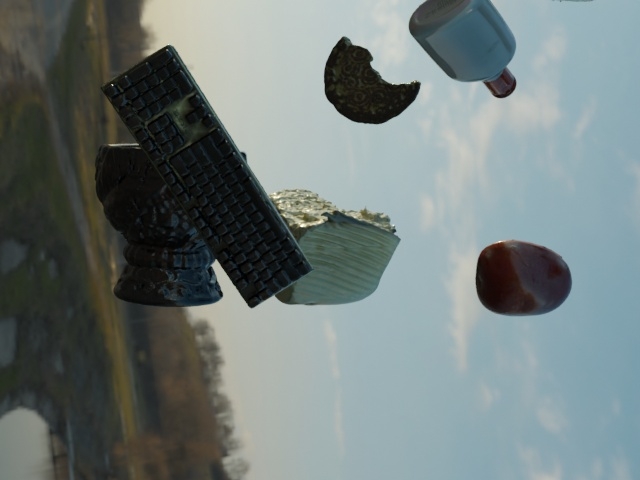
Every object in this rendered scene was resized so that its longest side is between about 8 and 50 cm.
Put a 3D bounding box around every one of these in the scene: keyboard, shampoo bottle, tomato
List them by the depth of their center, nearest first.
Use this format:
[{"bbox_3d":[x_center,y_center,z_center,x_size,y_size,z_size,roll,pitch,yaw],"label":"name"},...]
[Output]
[{"bbox_3d":[-0.129,-0.064,1.055,0.317,0.106,0.027,57,5,-17],"label":"keyboard"},{"bbox_3d":[0.208,-0.259,1.234,0.221,0.108,0.051,33,39,-52],"label":"shampoo bottle"},{"bbox_3d":[0.366,0.081,1.626,0.082,0.174,0.166,-86,175,-48],"label":"tomato"}]

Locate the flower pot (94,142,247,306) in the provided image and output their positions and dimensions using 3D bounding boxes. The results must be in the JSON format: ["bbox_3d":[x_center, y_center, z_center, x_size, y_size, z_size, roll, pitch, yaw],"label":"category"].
[{"bbox_3d":[-0.258,-0.030,1.588,0.266,0.266,0.267,-148,-121,-74],"label":"flower pot"}]

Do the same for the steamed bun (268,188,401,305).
[{"bbox_3d":[0.000,0.000,2.127,0.274,0.290,0.272,-70,-153,23],"label":"steamed bun"}]

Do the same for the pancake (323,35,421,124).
[{"bbox_3d":[0.094,-0.318,1.777,0.020,0.184,0.191,-4,75,-75],"label":"pancake"}]
